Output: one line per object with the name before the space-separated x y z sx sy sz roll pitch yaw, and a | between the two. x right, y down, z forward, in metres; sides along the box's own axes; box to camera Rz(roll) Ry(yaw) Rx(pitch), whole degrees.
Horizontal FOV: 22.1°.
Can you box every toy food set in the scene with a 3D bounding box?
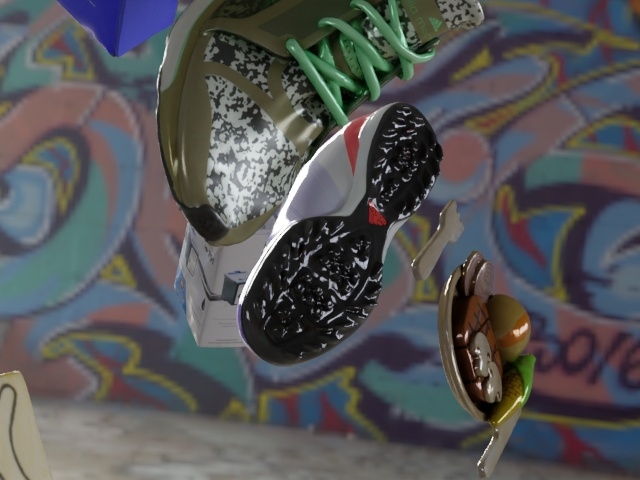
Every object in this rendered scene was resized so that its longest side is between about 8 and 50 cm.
toy food set | 0.128 0.074 1.254 0.038 0.192 0.132 -10 21 25

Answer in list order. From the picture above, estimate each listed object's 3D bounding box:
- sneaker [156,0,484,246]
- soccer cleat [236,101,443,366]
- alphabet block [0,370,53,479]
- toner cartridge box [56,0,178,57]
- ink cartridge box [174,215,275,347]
sneaker | 0.027 -0.166 1.236 0.182 0.410 0.158 2 -40 44
soccer cleat | 0.000 0.000 1.441 0.116 0.108 0.318 -18 29 42
alphabet block | -0.399 0.259 1.665 0.193 0.197 0.192 -20 -7 27
toner cartridge box | -0.257 -0.336 1.439 0.075 0.165 0.348 -35 72 -31
ink cartridge box | -0.128 0.027 2.191 0.082 0.190 0.139 -2 36 -22
